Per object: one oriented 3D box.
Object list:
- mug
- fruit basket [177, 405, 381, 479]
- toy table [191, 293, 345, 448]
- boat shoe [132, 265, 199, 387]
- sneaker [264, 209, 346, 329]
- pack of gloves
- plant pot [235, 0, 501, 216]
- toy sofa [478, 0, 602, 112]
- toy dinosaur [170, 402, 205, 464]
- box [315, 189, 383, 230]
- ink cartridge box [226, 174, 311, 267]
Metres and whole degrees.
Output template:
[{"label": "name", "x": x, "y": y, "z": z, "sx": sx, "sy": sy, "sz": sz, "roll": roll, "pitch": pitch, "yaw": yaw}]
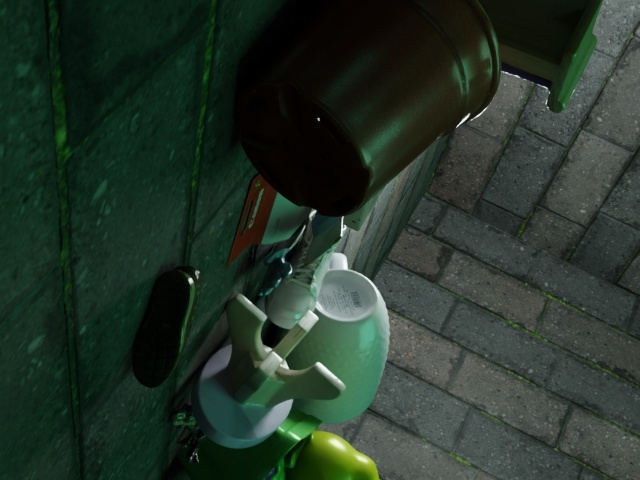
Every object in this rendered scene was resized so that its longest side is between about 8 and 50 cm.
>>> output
[{"label": "mug", "x": 0.029, "y": 0.200, "z": 2.202, "sx": 0.328, "sy": 0.276, "sz": 0.374, "roll": 101, "pitch": -8, "yaw": -46}, {"label": "fruit basket", "x": -0.071, "y": 0.485, "z": 1.903, "sx": 0.283, "sy": 0.392, "sz": 0.392, "roll": -47, "pitch": 171, "yaw": 2}, {"label": "toy table", "x": -0.098, "y": 0.231, "z": 1.602, "sx": 0.161, "sy": 0.252, "sz": 0.274, "roll": -50, "pitch": -171, "yaw": 28}, {"label": "boat shoe", "x": -0.196, "y": 0.113, "z": 1.190, "sx": 0.178, "sy": 0.064, "sz": 0.060, "roll": -69, "pitch": 168, "yaw": 20}, {"label": "sneaker", "x": -0.029, "y": 0.041, "z": 1.846, "sx": 0.292, "sy": 0.108, "sz": 0.169, "roll": -67, "pitch": 177, "yaw": -57}, {"label": "pack of gloves", "x": -0.039, "y": -0.006, "z": 1.583, "sx": 0.195, "sy": 0.046, "sz": 0.232, "roll": -40, "pitch": -166, "yaw": 20}, {"label": "plant pot", "x": 0.048, "y": -0.185, "z": 1.162, "sx": 0.265, "sy": 0.272, "sz": 0.272, "roll": -48, "pitch": 165, "yaw": -31}, {"label": "toy sofa", "x": 0.209, "y": -0.313, "z": 1.314, "sx": 0.150, "sy": 0.363, "sz": 0.177, "roll": -59, "pitch": 165, "yaw": -30}, {"label": "toy dinosaur", "x": -0.229, "y": 0.346, "z": 1.703, "sx": 0.268, "sy": 0.064, "sz": 0.118, "roll": 11, "pitch": 99, "yaw": -84}, {"label": "box", "x": 0.078, "y": -0.162, "z": 1.756, "sx": 0.232, "sy": 0.127, "sz": 0.148, "roll": -59, "pitch": 170, "yaw": -29}, {"label": "ink cartridge box", "x": -0.059, "y": -0.069, "z": 1.482, "sx": 0.232, "sy": 0.066, "sz": 0.189, "roll": -59, "pitch": 171, "yaw": -52}]
